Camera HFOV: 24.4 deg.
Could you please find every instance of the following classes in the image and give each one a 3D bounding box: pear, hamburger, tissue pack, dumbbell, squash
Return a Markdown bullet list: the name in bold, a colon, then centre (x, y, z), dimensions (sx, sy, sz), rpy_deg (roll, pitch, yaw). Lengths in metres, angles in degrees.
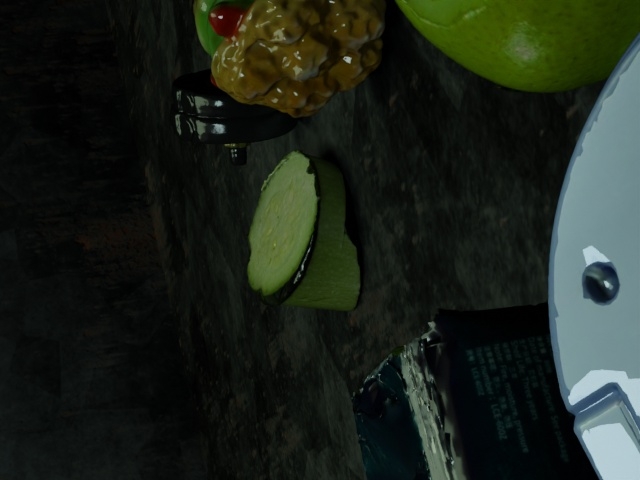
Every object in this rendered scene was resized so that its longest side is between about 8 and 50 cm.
- **pear**: centre (0.161, -0.270, 1.105), dimensions (0.282, 0.176, 0.286), rpy_deg (147, 111, -71)
- **hamburger**: centre (-0.031, -0.237, 1.702), dimensions (0.237, 0.237, 0.148), rpy_deg (105, 147, -56)
- **tissue pack**: centre (0.204, 0.256, 1.087), dimensions (0.253, 0.264, 0.416), rpy_deg (120, 137, -67)
- **dumbbell**: centre (-0.129, -0.290, 2.064), dimensions (0.185, 0.185, 0.388), rpy_deg (-135, 38, -64)
- **squash**: centre (-0.007, -0.012, 2.006), dimensions (0.220, 0.133, 0.220), rpy_deg (-173, 90, -69)

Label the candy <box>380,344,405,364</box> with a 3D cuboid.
- **candy**: centre (0.145, 0.228, 1.628), dimensions (0.149, 0.069, 0.246), rpy_deg (128, 121, -71)

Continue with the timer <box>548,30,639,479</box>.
- **timer**: centre (0.280, 0.007, 0.658), dimensions (0.395, 0.173, 0.394), rpy_deg (8, 101, 46)
